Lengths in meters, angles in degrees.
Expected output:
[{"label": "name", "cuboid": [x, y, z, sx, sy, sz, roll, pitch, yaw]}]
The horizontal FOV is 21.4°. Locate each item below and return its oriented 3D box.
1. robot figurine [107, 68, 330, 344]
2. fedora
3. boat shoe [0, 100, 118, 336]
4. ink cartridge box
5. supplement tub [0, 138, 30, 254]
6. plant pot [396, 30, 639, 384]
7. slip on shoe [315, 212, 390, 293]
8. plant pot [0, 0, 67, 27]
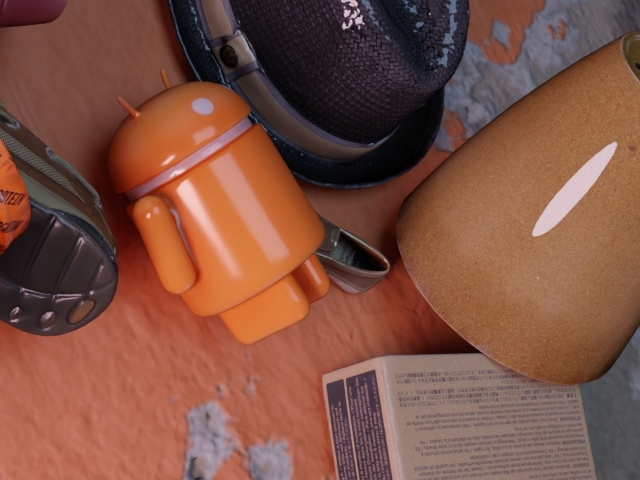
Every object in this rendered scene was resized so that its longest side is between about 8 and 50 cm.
[{"label": "robot figurine", "cuboid": [-0.082, -0.029, 1.312, 0.158, 0.128, 0.219, -35, 98, -19]}, {"label": "fedora", "cuboid": [0.025, -0.218, 1.450, 0.334, 0.152, 0.334, 15, 66, -36]}, {"label": "boat shoe", "cuboid": [-0.276, -0.064, 1.189, 0.324, 0.122, 0.120, 43, 21, -20]}, {"label": "ink cartridge box", "cuboid": [0.126, 0.194, 1.430, 0.235, 0.088, 0.193, 2, 75, -39]}, {"label": "supplement tub", "cuboid": [-0.345, 0.035, 0.978, 0.338, 0.207, 0.207, -44, 104, -25]}, {"label": "plant pot", "cuboid": [0.232, -0.046, 1.440, 0.237, 0.254, 0.237, 24, 37, -19]}, {"label": "slip on shoe", "cuboid": [0.000, 0.000, 1.426, 0.135, 0.041, 0.051, 37, 55, -24]}, {"label": "plant pot", "cuboid": [-0.286, -0.248, 1.193, 0.180, 0.201, 0.201, -8, 79, -26]}]
